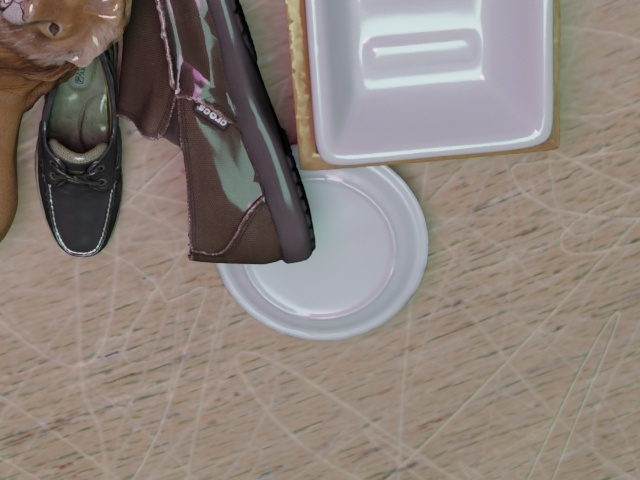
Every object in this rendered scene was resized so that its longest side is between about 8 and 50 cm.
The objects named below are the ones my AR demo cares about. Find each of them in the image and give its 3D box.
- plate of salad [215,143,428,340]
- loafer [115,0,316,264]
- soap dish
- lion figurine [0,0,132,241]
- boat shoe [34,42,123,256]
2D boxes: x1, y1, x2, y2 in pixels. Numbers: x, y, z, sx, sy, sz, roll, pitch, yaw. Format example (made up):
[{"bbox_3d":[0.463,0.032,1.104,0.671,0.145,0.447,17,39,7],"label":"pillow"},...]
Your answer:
[{"bbox_3d":[0.000,0.000,1.319,0.199,0.048,0.200,2,114,4],"label":"plate of salad"},{"bbox_3d":[-0.115,-0.136,1.183,0.130,0.134,0.366,-19,101,1],"label":"loafer"},{"bbox_3d":[0.083,-0.211,1.201,0.229,0.118,0.291,-6,113,-3],"label":"soap dish"},{"bbox_3d":[-0.299,-0.101,1.184,0.240,0.142,0.392,15,129,-5],"label":"lion figurine"},{"bbox_3d":[-0.213,-0.084,1.248,0.080,0.073,0.224,4,111,-5],"label":"boat shoe"}]
